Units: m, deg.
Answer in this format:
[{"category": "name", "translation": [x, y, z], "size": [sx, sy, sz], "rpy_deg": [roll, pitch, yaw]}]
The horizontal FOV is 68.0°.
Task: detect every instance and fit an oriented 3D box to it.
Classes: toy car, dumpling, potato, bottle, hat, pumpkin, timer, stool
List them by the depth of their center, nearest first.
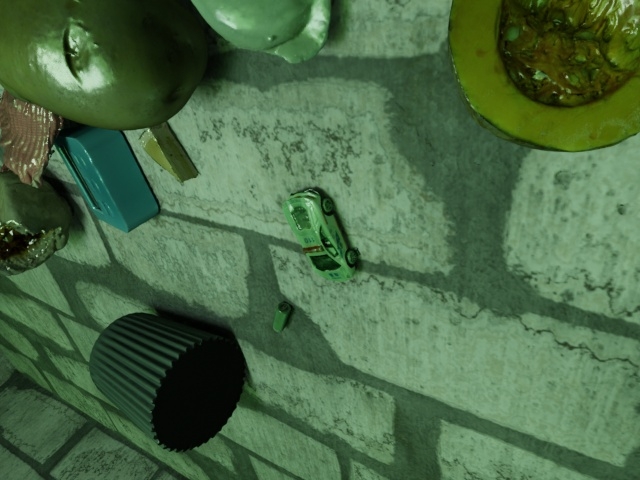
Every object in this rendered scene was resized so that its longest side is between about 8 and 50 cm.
[{"category": "pumpkin", "translation": [0.217, -0.182, 0.451], "size": [0.217, 0.217, 0.110], "rpy_deg": [44, 177, -1]}, {"category": "dumpling", "translation": [-0.079, -0.317, 0.598], "size": [0.219, 0.152, 0.108], "rpy_deg": [36, -179, -7]}, {"category": "potato", "translation": [-0.339, -0.297, 0.693], "size": [0.327, 0.221, 0.243], "rpy_deg": [20, 119, 10]}, {"category": "toy car", "translation": [0.000, 0.000, 0.817], "size": [0.094, 0.058, 0.186], "rpy_deg": [-8, 118, 39]}, {"category": "hat", "translation": [-0.585, -0.277, 0.981], "size": [0.286, 0.107, 0.236], "rpy_deg": [-44, 74, 33]}, {"category": "bottle", "translation": [-0.086, 0.170, 1.043], "size": [0.030, 0.030, 0.083], "rpy_deg": [31, 138, 13]}, {"category": "timer", "translation": [-0.507, -0.138, 1.071], "size": [0.250, 0.091, 0.231], "rpy_deg": [6, 127, 39]}, {"category": "stool", "translation": [-0.420, 0.352, 1.267], "size": [0.330, 0.297, 0.297], "rpy_deg": [13, 130, 35]}]

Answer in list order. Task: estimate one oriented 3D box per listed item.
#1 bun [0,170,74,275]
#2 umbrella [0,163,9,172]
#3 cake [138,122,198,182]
[{"category": "bun", "translation": [-0.781, -0.051, 1.265], "size": [0.282, 0.205, 0.281], "rpy_deg": [-4, 83, 35]}, {"category": "umbrella", "translation": [-0.879, -0.211, 1.341], "size": [0.165, 0.025, 0.027], "rpy_deg": [-15, 96, 41]}, {"category": "cake", "translation": [-0.285, -0.165, 0.902], "size": [0.121, 0.052, 0.065], "rpy_deg": [45, 136, -2]}]
